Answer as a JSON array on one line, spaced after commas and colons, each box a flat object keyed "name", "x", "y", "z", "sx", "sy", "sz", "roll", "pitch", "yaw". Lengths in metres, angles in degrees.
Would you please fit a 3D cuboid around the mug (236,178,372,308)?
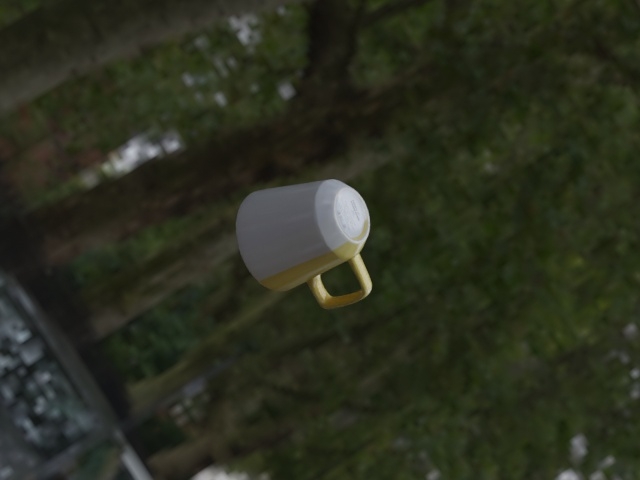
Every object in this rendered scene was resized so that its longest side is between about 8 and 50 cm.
[{"name": "mug", "x": -0.001, "y": -0.004, "z": 1.107, "sx": 0.078, "sy": 0.064, "sz": 0.062, "roll": 34, "pitch": 50, "yaw": -40}]
